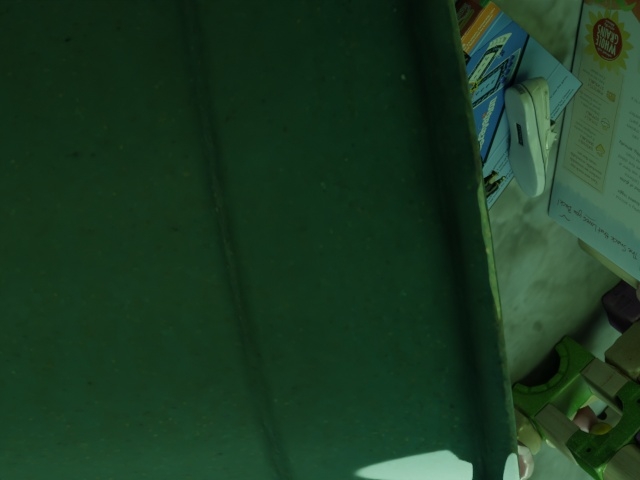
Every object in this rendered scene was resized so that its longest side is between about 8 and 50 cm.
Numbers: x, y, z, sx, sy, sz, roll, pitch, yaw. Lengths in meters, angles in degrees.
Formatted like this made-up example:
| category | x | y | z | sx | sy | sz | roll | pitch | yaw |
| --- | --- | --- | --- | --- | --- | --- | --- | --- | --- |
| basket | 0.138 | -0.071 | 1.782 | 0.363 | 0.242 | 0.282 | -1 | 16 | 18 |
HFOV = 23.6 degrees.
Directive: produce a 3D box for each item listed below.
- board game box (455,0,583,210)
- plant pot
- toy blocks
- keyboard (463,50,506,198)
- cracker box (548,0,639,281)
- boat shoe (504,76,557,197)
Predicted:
| category | x | y | z | sx | sy | sz | roll | pitch | yaw |
| --- | --- | --- | --- | --- | --- | --- | --- | --- | --- |
| board game box | 0.071 | -0.037 | 1.139 | 0.281 | 0.027 | 0.145 | -54 | 139 | 6 |
| plant pot | -0.111 | -0.025 | 0.648 | 0.334 | 0.341 | 0.341 | -9 | 132 | 3 |
| toy blocks | 0.279 | 0.191 | 1.310 | 0.288 | 0.260 | 0.309 | -43 | 138 | -8 |
| keyboard | 0.000 | 0.000 | 1.006 | 0.202 | 0.033 | 0.317 | 18 | 113 | -34 |
| cracker box | 0.262 | -0.085 | 1.171 | 0.067 | 0.156 | 0.232 | -19 | 131 | -30 |
| boat shoe | 0.161 | -0.078 | 1.140 | 0.035 | 0.035 | 0.100 | -27 | 127 | -19 |
